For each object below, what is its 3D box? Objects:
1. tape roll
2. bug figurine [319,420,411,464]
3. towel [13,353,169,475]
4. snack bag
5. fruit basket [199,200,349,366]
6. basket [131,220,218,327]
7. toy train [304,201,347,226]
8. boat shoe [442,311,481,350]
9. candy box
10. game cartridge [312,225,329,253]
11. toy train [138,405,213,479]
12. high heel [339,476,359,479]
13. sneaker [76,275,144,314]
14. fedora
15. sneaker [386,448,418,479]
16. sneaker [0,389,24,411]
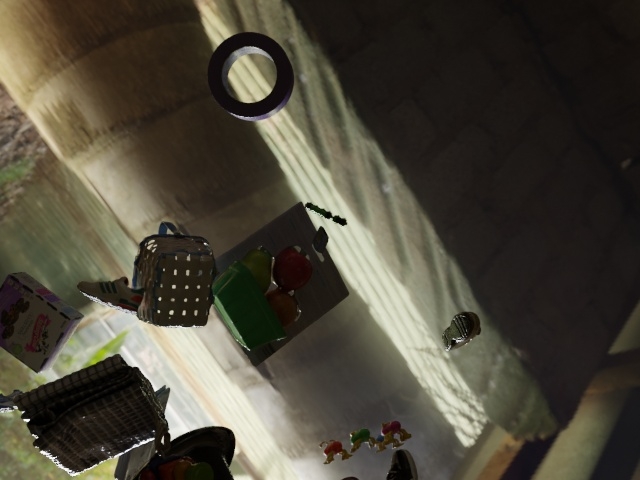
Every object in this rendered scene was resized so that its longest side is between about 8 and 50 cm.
[{"bbox_3d":[-0.156,-0.369,1.658,0.189,0.189,0.080,-35,-178,5],"label":"tape roll"},{"bbox_3d":[0.143,0.605,2.224,0.279,0.072,0.216,-2,152,-31],"label":"bug figurine"},{"bbox_3d":[-0.450,0.363,1.494,0.235,0.121,0.284,-22,150,-9],"label":"towel"},{"bbox_3d":[-0.486,0.578,1.941,0.323,0.037,0.342,-30,133,-86],"label":"snack bag"},{"bbox_3d":[-0.124,0.117,2.012,0.353,0.327,0.165,-39,-156,-24],"label":"fruit basket"},{"bbox_3d":[-0.372,0.100,1.830,0.201,0.255,0.289,3,-168,-31],"label":"basket"},{"bbox_3d":[0.009,-0.046,1.287,0.017,0.083,0.024,-65,173,4],"label":"toy train"},{"bbox_3d":[0.356,0.214,1.779,0.072,0.068,0.190,-6,160,-13],"label":"boat shoe"},{"bbox_3d":[-0.706,0.199,1.785,0.165,0.196,0.070,-57,174,7],"label":"candy box"},{"bbox_3d":[0.000,0.000,1.957,0.083,0.017,0.056,-118,-134,-64],"label":"game cartridge"},{"bbox_3d":[-0.247,0.414,1.309,0.105,0.248,0.143,-7,171,-45],"label":"toy train"},{"bbox_3d":[0.053,0.740,1.887,0.181,0.127,0.377,-4,126,-53],"label":"high heel"},{"bbox_3d":[-0.490,0.116,1.728,0.057,0.161,0.075,83,28,-67],"label":"sneaker"},{"bbox_3d":[-0.282,0.573,1.627,0.334,0.152,0.334,-29,143,-25],"label":"fedora"},{"bbox_3d":[0.160,0.596,1.714,0.079,0.121,0.217,-36,-132,54],"label":"sneaker"},{"bbox_3d":[-0.857,0.451,2.094,0.135,0.058,0.052,-1,152,-17],"label":"sneaker"}]
